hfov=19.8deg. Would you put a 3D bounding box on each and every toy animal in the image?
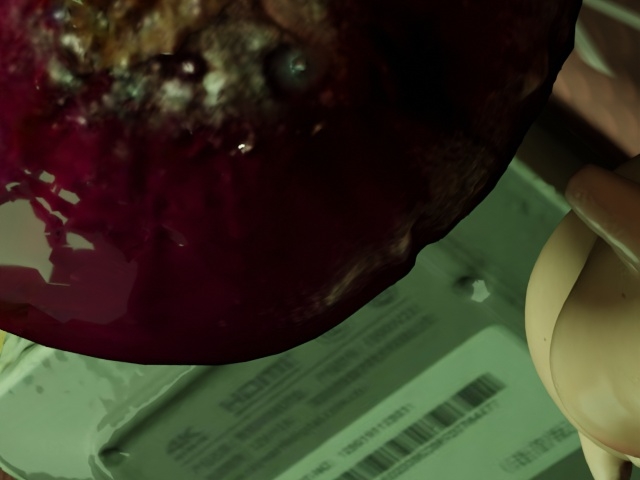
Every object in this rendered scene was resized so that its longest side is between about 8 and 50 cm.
[{"bbox_3d":[0.171,0.031,0.788,0.250,0.166,0.154,127,131,-81],"label":"toy animal"}]

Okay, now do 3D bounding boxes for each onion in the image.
[{"bbox_3d":[-0.088,-0.098,0.681,0.336,0.260,0.282,35,-178,-15],"label":"onion"}]

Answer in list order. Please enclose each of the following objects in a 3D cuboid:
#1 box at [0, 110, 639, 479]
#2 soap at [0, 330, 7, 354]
[{"bbox_3d":[0.046,0.096,1.114,0.396,0.396,0.111,36,-148,-23],"label":"box"},{"bbox_3d":[-0.158,-0.062,1.267,0.199,0.315,0.091,36,175,-5],"label":"soap"}]
